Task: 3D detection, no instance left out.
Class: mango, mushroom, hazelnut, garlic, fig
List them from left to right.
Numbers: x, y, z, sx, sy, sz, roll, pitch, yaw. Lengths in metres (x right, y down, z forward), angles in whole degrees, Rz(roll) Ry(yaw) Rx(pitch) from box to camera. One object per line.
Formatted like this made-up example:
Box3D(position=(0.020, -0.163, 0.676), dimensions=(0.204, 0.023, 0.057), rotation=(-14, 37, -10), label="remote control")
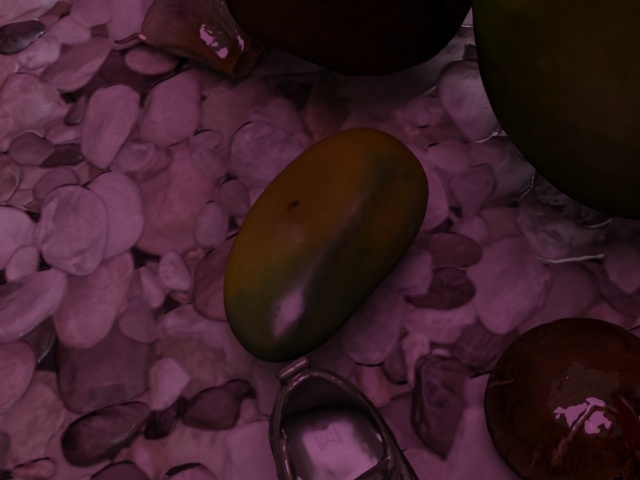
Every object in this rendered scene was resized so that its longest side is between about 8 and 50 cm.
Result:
Box3D(position=(-0.112, -0.204, 1.017), dimensions=(0.152, 0.066, 0.084), rotation=(22, 67, 15), label="garlic")
Box3D(position=(-0.004, -0.002, 0.857), dimensions=(0.137, 0.091, 0.237), rotation=(6, 43, 43), label="mango")
Box3D(position=(0.034, -0.249, 0.937), dimensions=(0.229, 0.229, 0.230), rotation=(-3, 60, 5), label="hazelnut")
Box3D(position=(0.198, 0.126, 0.787), dimensions=(0.170, 0.080, 0.135), rotation=(32, 78, 25), label="mushroom")
Box3D(position=(0.242, -0.177, 0.842), dimensions=(0.316, 0.316, 0.316), rotation=(-3, 60, 5), label="fig")

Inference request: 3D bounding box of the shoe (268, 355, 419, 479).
Box3D(position=(0.033, 0.202, 0.754), dimensions=(0.103, 0.098, 0.275), rotation=(-27, 62, -5), label="shoe")
